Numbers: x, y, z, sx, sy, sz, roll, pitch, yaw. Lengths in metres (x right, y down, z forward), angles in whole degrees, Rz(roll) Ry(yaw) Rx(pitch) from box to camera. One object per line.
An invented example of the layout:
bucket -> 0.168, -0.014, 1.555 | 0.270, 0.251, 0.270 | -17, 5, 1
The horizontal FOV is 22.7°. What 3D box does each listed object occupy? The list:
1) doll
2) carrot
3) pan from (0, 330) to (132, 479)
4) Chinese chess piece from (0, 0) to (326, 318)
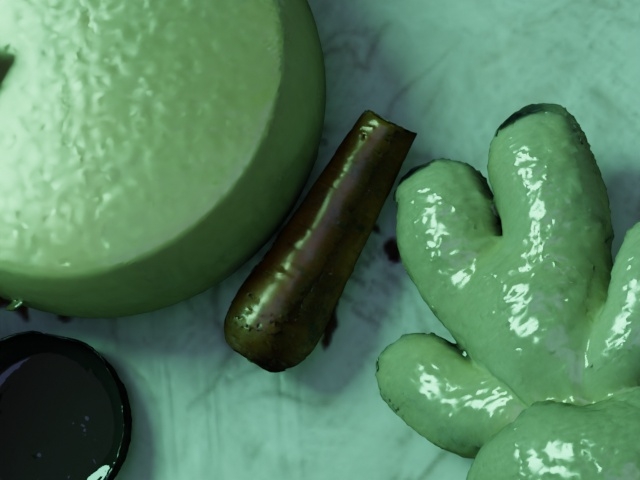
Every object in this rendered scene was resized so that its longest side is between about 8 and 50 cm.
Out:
doll -> 0.132, 0.062, 0.852 | 0.149, 0.175, 0.278 | -2, 63, -25
carrot -> 0.000, 0.000, 0.917 | 0.055, 0.055, 0.161 | 28, 86, 18
pan -> -0.184, 0.156, 0.932 | 0.115, 0.040, 0.212 | 18, 75, 16
Chinese chess piece -> -0.130, -0.086, 0.944 | 0.273, 0.102, 0.273 | -3, 76, 11
